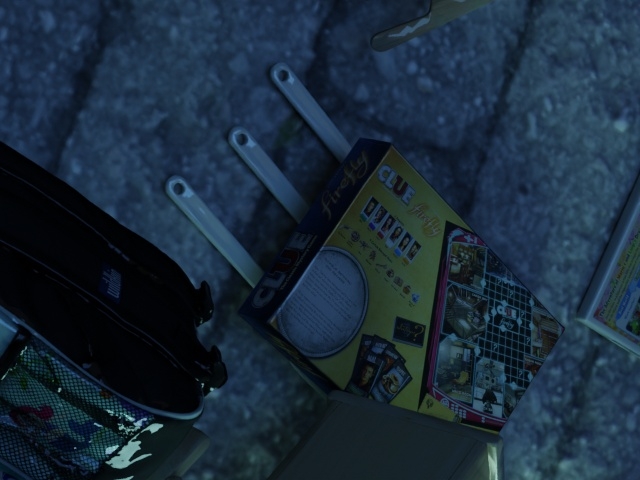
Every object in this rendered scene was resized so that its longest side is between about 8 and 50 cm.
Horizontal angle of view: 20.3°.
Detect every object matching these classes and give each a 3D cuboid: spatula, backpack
[{"bbox_3d":[0.000,0.000,1.351,0.168,0.019,0.242,-47,112,-17],"label":"spatula"},{"bbox_3d":[-0.213,0.043,1.125,0.191,0.225,0.253,-42,114,14],"label":"backpack"}]

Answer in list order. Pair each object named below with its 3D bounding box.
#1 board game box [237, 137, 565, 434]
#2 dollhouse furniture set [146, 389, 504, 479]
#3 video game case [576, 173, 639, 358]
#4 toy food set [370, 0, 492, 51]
[{"bbox_3d":[0.068,0.061,1.351,0.243,0.042,0.165,45,72,-33],"label":"board game box"},{"bbox_3d":[-0.010,0.287,1.296,0.198,0.286,0.303,-45,139,-46],"label":"dollhouse furniture set"},{"bbox_3d":[0.301,0.029,1.511,0.143,0.019,0.157,31,79,-25],"label":"video game case"},{"bbox_3d":[0.035,-0.252,1.341,0.128,0.071,0.218,-32,105,2],"label":"toy food set"}]
